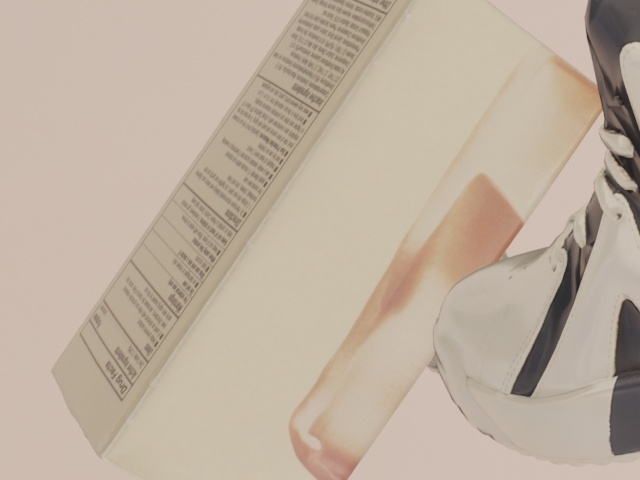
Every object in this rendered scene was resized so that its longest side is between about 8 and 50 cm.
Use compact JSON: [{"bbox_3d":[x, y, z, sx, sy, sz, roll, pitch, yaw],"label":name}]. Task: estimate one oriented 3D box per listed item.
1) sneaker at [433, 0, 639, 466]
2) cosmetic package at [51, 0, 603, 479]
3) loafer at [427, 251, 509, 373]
[{"bbox_3d":[0.096,-0.027,0.502,0.094,0.153,0.235,-30,-166,-28],"label":"sneaker"},{"bbox_3d":[0.000,0.000,1.049,0.296,0.129,0.153,-55,-157,3],"label":"cosmetic package"},{"bbox_3d":[0.059,-0.048,1.439,0.112,0.111,0.319,-33,-122,17],"label":"loafer"}]
